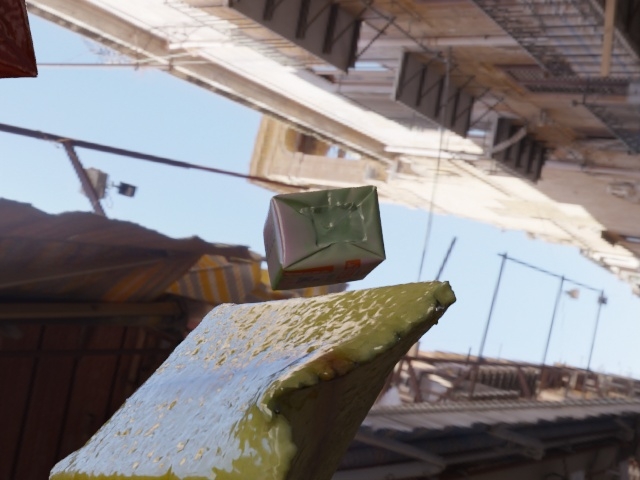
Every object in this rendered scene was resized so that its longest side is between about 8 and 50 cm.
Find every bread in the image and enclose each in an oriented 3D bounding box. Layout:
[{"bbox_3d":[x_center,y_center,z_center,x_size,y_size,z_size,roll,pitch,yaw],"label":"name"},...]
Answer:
[{"bbox_3d":[-0.017,0.180,0.586,0.233,0.361,0.245,-45,-75,-33],"label":"bread"}]

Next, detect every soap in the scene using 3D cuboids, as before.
[{"bbox_3d":[0.000,0.000,1.299,0.182,0.199,0.138,-5,-103,-10],"label":"soap"}]

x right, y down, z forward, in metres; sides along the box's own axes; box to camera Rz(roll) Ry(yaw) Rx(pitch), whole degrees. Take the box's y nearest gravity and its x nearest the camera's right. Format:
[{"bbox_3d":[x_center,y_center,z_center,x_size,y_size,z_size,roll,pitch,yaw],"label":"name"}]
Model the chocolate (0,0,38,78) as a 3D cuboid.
[{"bbox_3d":[-0.415,-0.296,0.790,0.235,0.108,0.237,-11,-90,-79],"label":"chocolate"}]
